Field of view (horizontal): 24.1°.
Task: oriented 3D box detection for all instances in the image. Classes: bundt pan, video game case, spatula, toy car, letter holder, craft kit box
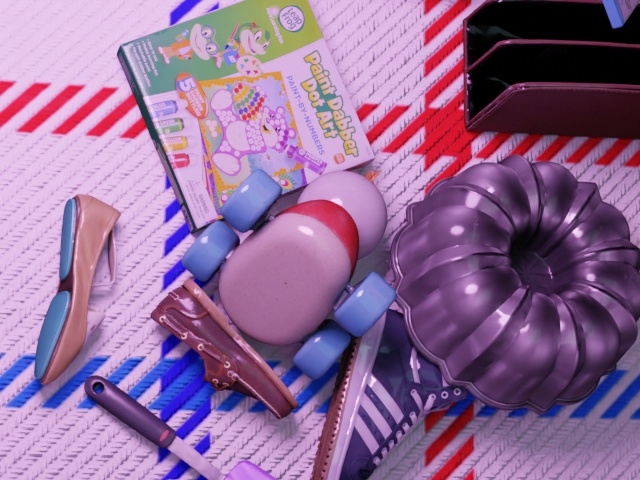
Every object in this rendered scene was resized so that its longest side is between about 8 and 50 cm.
[{"bbox_3d":[0.256,0.036,1.822,0.331,0.124,0.331,9,62,-17],"label":"bundt pan"},{"bbox_3d":[0.367,-0.344,1.844,0.166,0.015,0.119,-49,120,-52],"label":"video game case"},{"bbox_3d":[-0.160,0.254,1.791,0.296,0.030,0.084,38,75,-4],"label":"spatula"},{"bbox_3d":[0.000,0.000,1.811,0.219,0.210,0.238,42,44,1],"label":"toy car"},{"bbox_3d":[0.354,-0.226,1.884,0.302,0.214,0.152,2,81,-12],"label":"letter holder"},{"bbox_3d":[-0.092,-0.167,1.862,0.246,0.061,0.250,-23,87,-17],"label":"craft kit box"}]

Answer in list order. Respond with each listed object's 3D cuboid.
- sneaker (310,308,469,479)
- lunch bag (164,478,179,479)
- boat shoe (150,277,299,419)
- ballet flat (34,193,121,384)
[{"bbox_3d":[0.086,0.225,1.815,0.153,0.099,0.282,18,75,-8],"label":"sneaker"},{"bbox_3d":[-0.203,0.322,1.761,0.083,0.053,0.071,-13,86,-24],"label":"lunch bag"},{"bbox_3d":[-0.117,0.143,1.800,0.073,0.073,0.207,-43,85,-14],"label":"boat shoe"},{"bbox_3d":[-0.281,0.061,1.774,0.073,0.080,0.232,14,80,-25],"label":"ballet flat"}]
